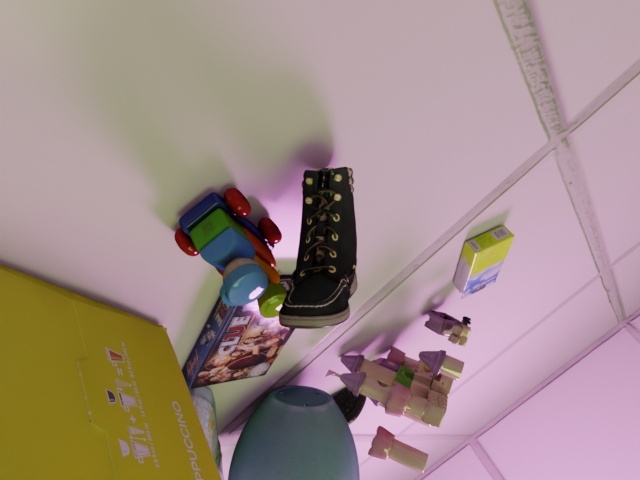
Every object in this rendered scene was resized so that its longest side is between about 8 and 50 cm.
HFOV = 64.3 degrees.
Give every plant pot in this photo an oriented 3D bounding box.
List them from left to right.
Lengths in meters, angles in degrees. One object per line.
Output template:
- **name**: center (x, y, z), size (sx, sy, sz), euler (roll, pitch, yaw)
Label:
- **plant pot**: center (-0.050, 0.436, 1.121), size (0.290, 0.290, 0.196), euler (3, 93, -41)

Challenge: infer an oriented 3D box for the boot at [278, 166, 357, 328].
- **boot**: center (-0.002, 0.000, 0.638), size (0.085, 0.179, 0.236), euler (0, -170, 12)

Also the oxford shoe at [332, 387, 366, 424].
- **oxford shoe**: center (0.035, 0.477, 1.369), size (0.227, 0.083, 0.096), euler (-45, 173, -9)

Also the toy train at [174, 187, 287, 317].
- **toy train**: center (-0.080, 0.048, 0.707), size (0.105, 0.143, 0.248), euler (-37, 145, 5)

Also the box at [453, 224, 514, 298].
- **box**: center (0.368, 0.052, 1.164), size (0.108, 0.042, 0.178), euler (-22, 144, -15)

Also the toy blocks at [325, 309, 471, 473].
- **toy blocks**: center (0.173, 0.303, 1.190), size (0.288, 0.259, 0.309), euler (-16, 125, -72)

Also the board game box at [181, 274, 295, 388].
- **board game box**: center (-0.125, 0.159, 0.891), size (0.164, 0.042, 0.243), euler (1, 132, -40)

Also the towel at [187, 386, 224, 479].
- **towel**: center (-0.236, 0.489, 0.954), size (0.090, 0.321, 0.375), euler (-3, 139, -6)

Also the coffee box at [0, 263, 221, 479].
- **coffee box**: center (-0.358, 0.278, 0.583), size (0.334, 0.338, 0.338), euler (-39, 145, 6)
